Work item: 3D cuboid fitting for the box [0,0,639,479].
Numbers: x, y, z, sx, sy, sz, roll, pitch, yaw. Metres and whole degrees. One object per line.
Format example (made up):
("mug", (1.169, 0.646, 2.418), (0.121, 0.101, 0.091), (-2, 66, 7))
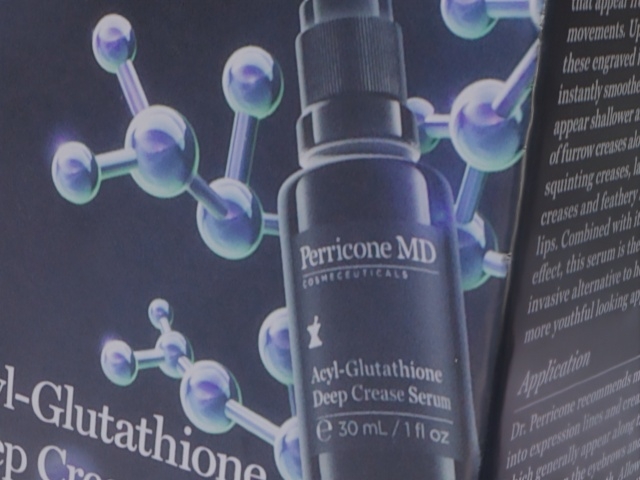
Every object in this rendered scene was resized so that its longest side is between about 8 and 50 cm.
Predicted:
("box", (0.000, 0.000, 0.815), (0.293, 0.395, 0.212), (14, -166, 31))
